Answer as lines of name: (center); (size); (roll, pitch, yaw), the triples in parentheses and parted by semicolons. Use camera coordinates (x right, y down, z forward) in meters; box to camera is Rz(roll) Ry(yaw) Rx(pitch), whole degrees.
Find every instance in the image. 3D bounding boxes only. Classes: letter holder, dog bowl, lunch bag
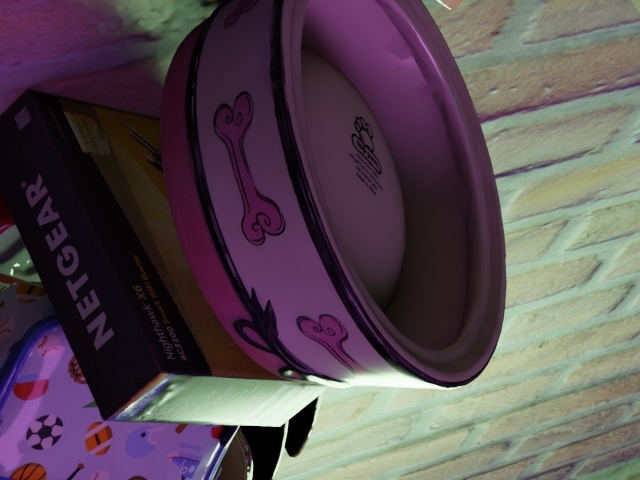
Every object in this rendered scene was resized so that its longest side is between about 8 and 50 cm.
letter holder: (-0.081, 0.233, 2.207); (0.152, 0.214, 0.302); (-17, 155, -18)
dog bowl: (0.012, -0.054, 1.529); (0.150, 0.408, 0.408); (-17, 162, 27)
lunch bag: (-0.214, 0.181, 1.651); (0.303, 0.115, 0.243); (22, 97, -42)

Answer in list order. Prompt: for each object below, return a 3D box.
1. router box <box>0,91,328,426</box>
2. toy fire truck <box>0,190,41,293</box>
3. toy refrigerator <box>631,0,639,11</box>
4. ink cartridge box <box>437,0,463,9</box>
router box: (-0.149, 0.021, 1.590); (0.081, 0.309, 0.243); (-41, 153, 26)
toy fire truck: (-0.307, 0.066, 1.711); (0.254, 0.169, 0.302); (-38, 155, 14)
toy refrigerator: (0.326, -0.333, 1.589); (0.094, 0.102, 0.269); (-22, 155, -8)
ink cartridge box: (0.129, -0.288, 1.561); (0.145, 0.045, 0.179); (-35, 157, 19)
